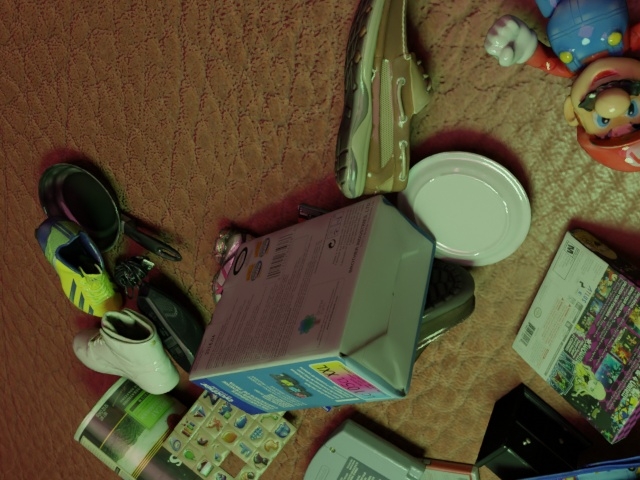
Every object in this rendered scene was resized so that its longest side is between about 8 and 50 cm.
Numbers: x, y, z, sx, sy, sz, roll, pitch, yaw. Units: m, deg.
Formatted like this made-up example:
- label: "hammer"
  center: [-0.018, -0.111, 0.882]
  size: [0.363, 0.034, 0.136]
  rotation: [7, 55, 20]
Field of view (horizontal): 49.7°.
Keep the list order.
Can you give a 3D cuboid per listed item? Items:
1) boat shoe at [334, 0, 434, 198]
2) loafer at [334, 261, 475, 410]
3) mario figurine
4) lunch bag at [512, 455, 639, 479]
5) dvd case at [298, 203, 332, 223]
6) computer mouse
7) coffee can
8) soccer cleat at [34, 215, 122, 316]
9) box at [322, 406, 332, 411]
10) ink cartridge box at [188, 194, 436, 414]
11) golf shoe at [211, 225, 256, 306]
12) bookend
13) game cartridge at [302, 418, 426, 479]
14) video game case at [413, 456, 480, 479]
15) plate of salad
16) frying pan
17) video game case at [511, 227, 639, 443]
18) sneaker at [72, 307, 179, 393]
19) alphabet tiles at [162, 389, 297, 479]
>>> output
- label: "boat shoe"
  center: [0.095, -0.217, 0.975]
  size: [0.116, 0.123, 0.324]
  rotation: [4, 113, -9]
- label: "loafer"
  center: [0.108, 0.161, 1.133]
  size: [0.366, 0.134, 0.130]
  rotation: [-33, 118, 27]
- label: "mario figurine"
  center: [0.321, -0.228, 0.799]
  size: [0.320, 0.170, 0.198]
  rotation: [65, 159, -7]
- label: "lunch bag"
  center: [0.434, 0.432, 1.067]
  size: [0.293, 0.138, 0.221]
  rotation: [-21, 133, 2]
- label: "dvd case"
  center: [0.000, 0.000, 1.194]
  size: [0.087, 0.013, 0.119]
  rotation: [16, 122, 19]
- label: "computer mouse"
  center: [-0.302, 0.143, 1.384]
  size: [0.272, 0.072, 0.188]
  rotation: [57, 150, -5]
- label: "coffee can"
  center: [-0.362, 0.438, 1.505]
  size: [0.275, 0.201, 0.201]
  rotation: [38, 127, 4]
- label: "soccer cleat"
  center: [-0.463, 0.071, 1.373]
  size: [0.121, 0.093, 0.289]
  rotation: [24, 148, 33]
- label: "box"
  center: [0.008, 0.225, 1.279]
  size: [0.126, 0.072, 0.137]
  rotation: [36, 126, 4]
- label: "ink cartridge box"
  center: [-0.037, 0.116, 1.081]
  size: [0.395, 0.270, 0.151]
  rotation: [-16, 134, 41]
- label: "golf shoe"
  center: [-0.153, 0.068, 1.276]
  size: [0.086, 0.067, 0.186]
  rotation: [17, 123, 17]
- label: "bookend"
  center: [0.348, 0.344, 1.118]
  size: [0.156, 0.157, 0.072]
  rotation: [41, 128, 2]
- label: "game cartridge"
  center: [0.068, 0.488, 1.376]
  size: [0.198, 0.062, 0.297]
  rotation: [31, 127, 14]
- label: "video game case"
  center: [0.183, 0.514, 1.379]
  size: [0.285, 0.025, 0.204]
  rotation: [0, 117, 27]
- label: "plate of salad"
  center: [0.213, -0.048, 1.035]
  size: [0.200, 0.048, 0.199]
  rotation: [13, 129, 17]
- label: "frying pan"
  center: [-0.415, -0.063, 1.347]
  size: [0.326, 0.053, 0.197]
  rotation: [3, 119, 24]
- label: "video game case"
  center: [0.393, 0.134, 0.984]
  size: [0.210, 0.042, 0.232]
  rotation: [48, 136, 41]
- label: "sneaker"
  center: [-0.426, 0.198, 1.439]
  size: [0.293, 0.108, 0.169]
  rotation: [12, 131, 31]
- label: "alphabet tiles"
  center: [-0.173, 0.384, 1.407]
  size: [0.198, 0.009, 0.237]
  rotation: [38, 87, 4]
